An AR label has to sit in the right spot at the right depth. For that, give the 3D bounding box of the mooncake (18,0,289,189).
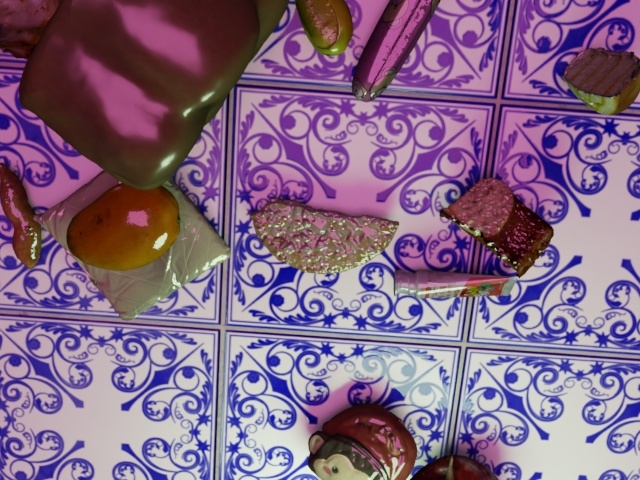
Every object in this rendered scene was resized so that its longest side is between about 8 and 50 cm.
[{"bbox_3d":[-0.242,-0.306,1.224,0.262,0.467,0.467,36,105,-10],"label":"mooncake"}]

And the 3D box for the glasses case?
[{"bbox_3d":[0.146,-0.385,1.364,0.075,0.123,0.316,28,105,-9],"label":"glasses case"}]

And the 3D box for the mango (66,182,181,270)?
[{"bbox_3d":[-0.350,-0.019,1.407,0.221,0.120,0.151,-33,111,20],"label":"mango"}]

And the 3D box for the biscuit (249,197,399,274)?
[{"bbox_3d":[0.000,-0.001,1.533,0.289,0.038,0.141,9,108,-1],"label":"biscuit"}]

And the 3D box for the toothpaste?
[{"bbox_3d":[0.262,0.087,1.547,0.234,0.089,0.057,1,64,1],"label":"toothpaste"}]

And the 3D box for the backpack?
[{"bbox_3d":[0.096,0.444,1.628,0.229,0.139,0.229,3,99,17],"label":"backpack"}]

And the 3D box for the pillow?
[{"bbox_3d":[-0.357,-0.012,1.516,0.274,0.076,0.281,-32,111,12],"label":"pillow"}]

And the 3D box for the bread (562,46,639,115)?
[{"bbox_3d":[0.517,-0.269,1.391,0.103,0.156,0.110,-43,123,3],"label":"bread"}]

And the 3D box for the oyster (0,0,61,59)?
[{"bbox_3d":[-0.585,-0.376,1.353,0.360,0.221,0.096,-4,146,9],"label":"oyster"}]

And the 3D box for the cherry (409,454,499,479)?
[{"bbox_3d":[0.274,0.577,1.623,0.230,0.203,0.300,-32,118,-31],"label":"cherry"}]

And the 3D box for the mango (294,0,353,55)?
[{"bbox_3d":[0.004,-0.407,1.388,0.091,0.074,0.165,-18,94,12],"label":"mango"}]

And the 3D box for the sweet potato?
[{"bbox_3d":[-0.579,-0.046,1.516,0.065,0.051,0.219,-6,108,5],"label":"sweet potato"}]

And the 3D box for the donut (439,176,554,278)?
[{"bbox_3d":[0.340,-0.029,1.487,0.186,0.144,0.126,44,97,16],"label":"donut"}]
